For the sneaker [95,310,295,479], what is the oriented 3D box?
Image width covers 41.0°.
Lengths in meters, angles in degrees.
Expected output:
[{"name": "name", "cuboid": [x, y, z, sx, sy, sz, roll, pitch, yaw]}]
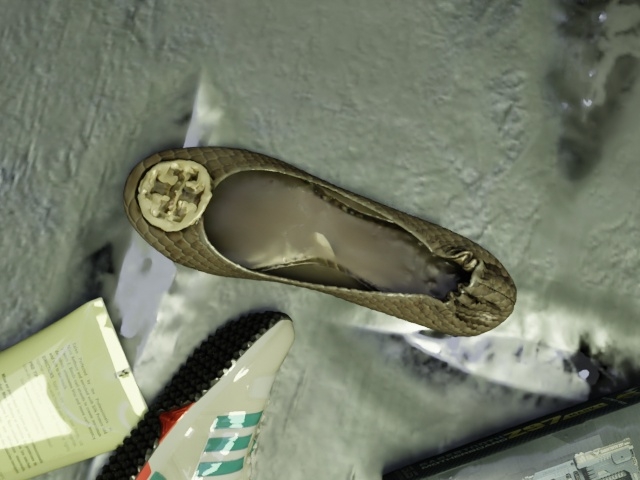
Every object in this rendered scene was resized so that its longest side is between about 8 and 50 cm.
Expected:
[{"name": "sneaker", "cuboid": [-0.060, 0.117, 0.511, 0.075, 0.057, 0.161, 46, 74, -23]}]

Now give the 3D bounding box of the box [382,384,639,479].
[{"name": "box", "cuboid": [0.159, 0.221, 0.498, 0.183, 0.059, 0.232, -19, 84, -4]}]

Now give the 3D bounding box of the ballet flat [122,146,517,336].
[{"name": "ballet flat", "cuboid": [0.000, 0.000, 0.517, 0.250, 0.058, 0.084, 20, 82, 0]}]

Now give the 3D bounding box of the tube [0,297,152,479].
[{"name": "tube", "cuboid": [-0.222, 0.123, 0.498, 0.240, 0.070, 0.062, -23, 48, -9]}]
